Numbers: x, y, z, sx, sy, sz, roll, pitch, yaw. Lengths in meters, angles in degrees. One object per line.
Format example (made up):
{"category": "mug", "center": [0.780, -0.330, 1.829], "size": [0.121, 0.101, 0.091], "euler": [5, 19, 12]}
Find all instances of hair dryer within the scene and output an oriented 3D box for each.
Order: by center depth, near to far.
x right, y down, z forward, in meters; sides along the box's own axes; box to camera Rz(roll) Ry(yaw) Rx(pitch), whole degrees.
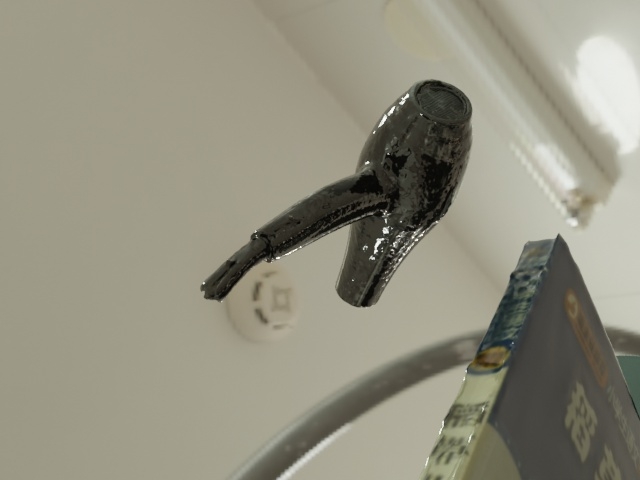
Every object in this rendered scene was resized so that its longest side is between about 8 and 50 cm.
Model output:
{"category": "hair dryer", "center": [0.000, 0.000, 0.850], "size": [0.219, 0.196, 0.075], "euler": [-27, -119, -39]}

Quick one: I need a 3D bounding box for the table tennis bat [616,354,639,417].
{"category": "table tennis bat", "center": [0.291, 0.140, 1.078], "size": [0.153, 0.244, 0.040], "euler": [-110, 7, -51]}

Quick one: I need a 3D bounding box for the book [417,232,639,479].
{"category": "book", "center": [0.122, 0.239, 0.764], "size": [0.300, 0.039, 0.428], "euler": [63, -142, -27]}
